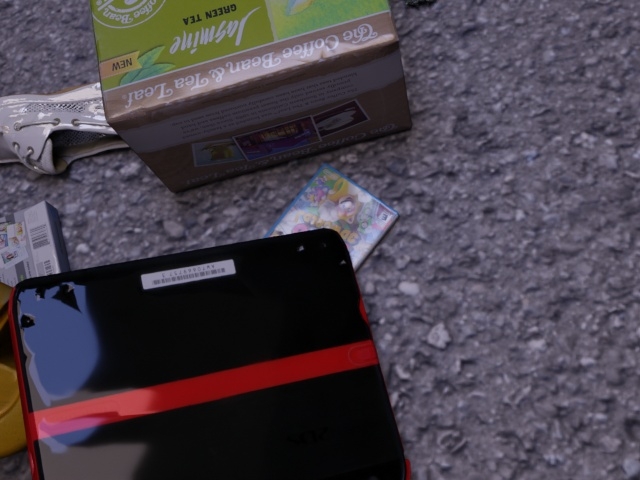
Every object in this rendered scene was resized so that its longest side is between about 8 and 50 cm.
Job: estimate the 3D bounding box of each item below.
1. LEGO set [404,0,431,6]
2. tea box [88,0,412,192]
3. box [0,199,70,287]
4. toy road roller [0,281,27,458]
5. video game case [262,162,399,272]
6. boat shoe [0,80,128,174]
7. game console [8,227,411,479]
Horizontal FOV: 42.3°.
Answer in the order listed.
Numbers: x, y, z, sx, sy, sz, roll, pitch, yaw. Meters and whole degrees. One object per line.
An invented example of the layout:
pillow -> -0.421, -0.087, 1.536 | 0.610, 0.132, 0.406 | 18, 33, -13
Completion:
LEGO set -> 0.126, -0.330, 1.099 | 0.054, 0.023, 0.083 | -35, 56, -5
tea box -> -0.087, -0.275, 1.011 | 0.329, 0.220, 0.324 | -16, 70, 5
box -> -0.417, 0.048, 1.062 | 0.186, 0.038, 0.145 | -21, 70, 2
toy road roller -> -0.431, 0.197, 0.928 | 0.240, 0.202, 0.330 | 27, 89, -8
video game case -> 0.000, 0.000, 1.013 | 0.119, 0.015, 0.166 | 36, 82, 19
boat shoe -> -0.360, -0.133, 1.080 | 0.277, 0.098, 0.096 | -13, 69, 5
game console -> -0.114, 0.172, 0.887 | 0.386, 0.060, 0.342 | -10, 68, -16
